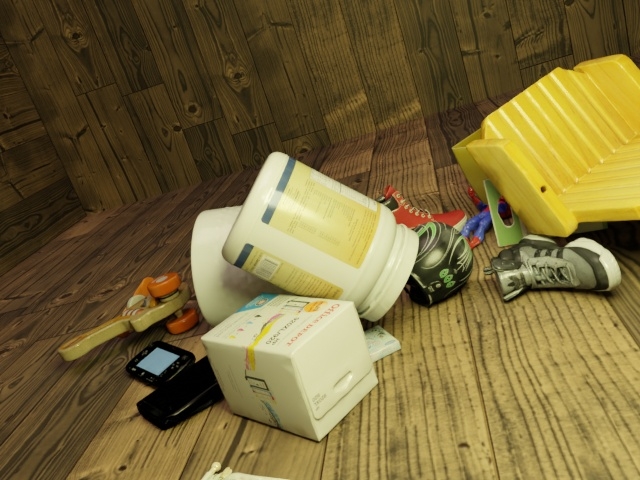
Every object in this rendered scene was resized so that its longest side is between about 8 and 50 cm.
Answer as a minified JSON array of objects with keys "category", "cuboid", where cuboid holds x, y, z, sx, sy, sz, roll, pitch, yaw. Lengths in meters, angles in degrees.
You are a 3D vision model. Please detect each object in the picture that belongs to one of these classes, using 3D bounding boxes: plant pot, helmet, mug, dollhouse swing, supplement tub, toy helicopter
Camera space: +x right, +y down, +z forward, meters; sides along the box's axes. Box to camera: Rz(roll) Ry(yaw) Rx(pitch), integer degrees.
[{"category":"plant pot","cuboid":[0.517,-0.208,1.660,0.212,0.187,0.212,1,27,46]},{"category":"helmet","cuboid":[0.236,0.040,1.279,0.161,0.169,0.169,-41,25,-15]},{"category":"mug","cuboid":[-0.087,0.019,1.427,0.328,0.276,0.374,-6,38,8]},{"category":"dollhouse swing","cuboid":[0.527,-0.208,1.128,0.347,0.315,0.305,-35,-6,-12]},{"category":"supplement tub","cuboid":[0.000,0.000,1.149,0.228,0.316,0.228,-61,9,16]},{"category":"toy helicopter","cuboid":[-0.502,0.200,1.582,0.355,0.140,0.235,-28,19,-18]}]

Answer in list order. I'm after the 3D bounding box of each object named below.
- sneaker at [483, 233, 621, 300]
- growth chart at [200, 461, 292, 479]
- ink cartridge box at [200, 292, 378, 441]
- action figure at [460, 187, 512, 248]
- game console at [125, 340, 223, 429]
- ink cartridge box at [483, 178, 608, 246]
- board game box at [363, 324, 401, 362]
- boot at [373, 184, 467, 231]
[{"category":"sneaker","cuboid":[0.418,0.063,1.145,0.153,0.101,0.268,-24,14,-12]},{"category":"growth chart","cuboid":[-0.118,0.388,0.859,0.237,0.021,0.172,-5,24,36]},{"category":"ink cartridge box","cuboid":[-0.053,0.208,1.070,0.233,0.168,0.171,1,26,43]},{"category":"action figure","cuboid":[0.398,-0.083,1.519,0.091,0.139,0.280,3,26,45]},{"category":"game console","cuboid":[-0.318,0.286,1.303,0.213,0.044,0.361,-32,22,-35]},{"category":"ink cartridge box","cuboid":[0.501,-0.089,1.368,0.235,0.171,0.056,-11,17,24]},{"category":"board game box","cuboid":[0.094,0.203,1.175,0.090,0.020,0.090,-23,19,-14]},{"category":"boot","cuboid":[0.249,-0.074,1.563,0.244,0.176,0.088,-20,17,-6]}]
